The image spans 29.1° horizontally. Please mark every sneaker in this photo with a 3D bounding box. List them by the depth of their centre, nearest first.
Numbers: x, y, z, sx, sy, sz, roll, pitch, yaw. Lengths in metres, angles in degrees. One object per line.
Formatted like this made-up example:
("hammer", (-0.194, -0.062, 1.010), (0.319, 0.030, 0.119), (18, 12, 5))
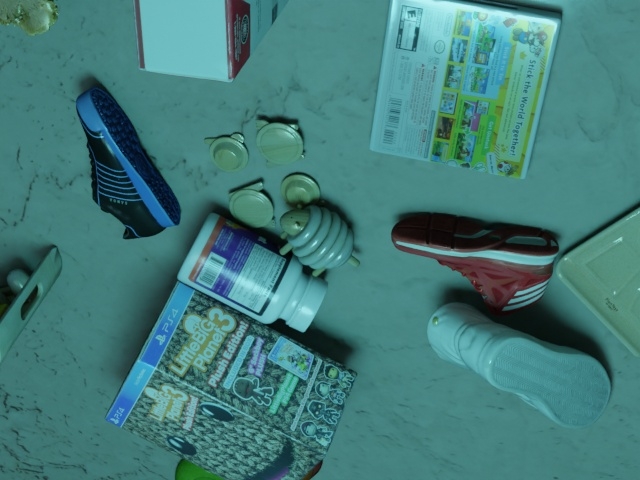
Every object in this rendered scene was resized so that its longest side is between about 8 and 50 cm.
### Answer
("sneaker", (0.200, 0.044, 1.652), (0.221, 0.087, 0.128), (9, 124, 9))
("sneaker", (-0.283, -0.097, 1.678), (0.090, 0.081, 0.232), (-20, 118, 17))
("sneaker", (0.273, 0.163, 1.713), (0.292, 0.169, 0.108), (30, 90, -41))

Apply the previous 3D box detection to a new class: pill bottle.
("pill bottle", (-0.092, 0.050, 1.713), (0.193, 0.108, 0.108), (28, 125, -6))

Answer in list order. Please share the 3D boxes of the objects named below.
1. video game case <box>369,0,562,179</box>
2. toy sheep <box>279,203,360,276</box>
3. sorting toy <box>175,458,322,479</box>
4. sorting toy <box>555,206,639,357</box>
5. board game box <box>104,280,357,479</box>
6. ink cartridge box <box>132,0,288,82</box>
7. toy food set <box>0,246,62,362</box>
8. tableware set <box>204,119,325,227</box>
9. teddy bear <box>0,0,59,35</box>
("video game case", (0.176, -0.194, 1.535), (0.206, 0.026, 0.227), (11, 124, 6))
("toy sheep", (0.000, 0.000, 1.674), (0.132, 0.091, 0.091), (31, 126, -26))
("sorting toy", (-0.167, 0.417, 1.969), (0.366, 0.126, 0.127), (-24, 115, 26))
("sorting toy", (0.447, 0.039, 1.622), (0.208, 0.038, 0.193), (-38, 108, 27))
("board game box", (-0.133, 0.226, 1.781), (0.291, 0.141, 0.232), (27, 145, -5))
("ink cartridge box", (-0.110, -0.326, 1.367), (0.114, 0.273, 0.197), (9, 125, 12))
("toy food set", (-0.543, 0.114, 1.799), (0.306, 0.219, 0.092), (-17, 118, 24))
("tableware set", (-0.075, -0.089, 1.670), (0.141, 0.020, 0.168), (-9, 122, 20))
("teddy bear", (-0.328, -0.420, 1.472), (0.245, 0.113, 0.338), (6, 117, 1))
